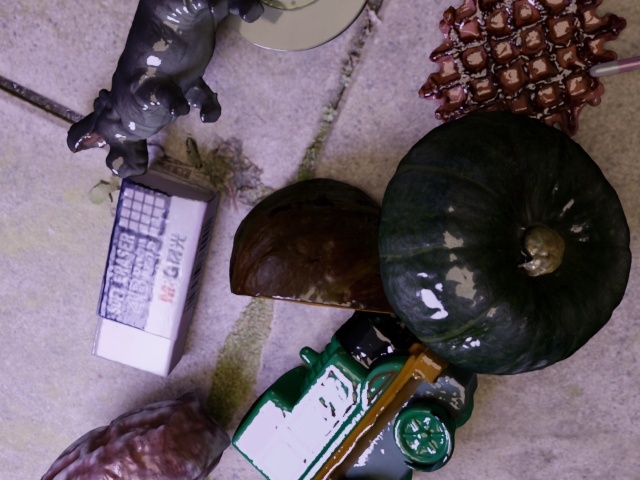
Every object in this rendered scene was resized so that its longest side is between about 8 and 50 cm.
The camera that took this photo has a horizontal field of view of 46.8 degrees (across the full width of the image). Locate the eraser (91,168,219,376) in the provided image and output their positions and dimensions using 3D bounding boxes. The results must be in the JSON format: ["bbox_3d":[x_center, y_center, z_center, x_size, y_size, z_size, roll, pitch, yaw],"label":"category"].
[{"bbox_3d":[-0.242,0.050,1.077,0.130,0.086,0.287,17,109,6],"label":"eraser"}]

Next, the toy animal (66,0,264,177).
[{"bbox_3d":[-0.214,-0.201,0.956,0.343,0.106,0.168,-49,68,27],"label":"toy animal"}]

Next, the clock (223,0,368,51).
[{"bbox_3d":[-0.041,-0.361,0.943,0.234,0.029,0.235,3,106,10],"label":"clock"}]

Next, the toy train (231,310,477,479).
[{"bbox_3d":[0.049,0.244,1.034,0.249,0.178,0.429,39,110,12],"label":"toy train"}]

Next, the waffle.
[{"bbox_3d":[0.246,-0.222,0.907,0.221,0.055,0.234,24,114,2],"label":"waffle"}]

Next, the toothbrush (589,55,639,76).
[{"bbox_3d":[0.447,-0.217,0.815,0.286,0.020,0.025,-10,101,21],"label":"toothbrush"}]

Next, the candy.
[{"bbox_3d":[-0.281,0.336,1.095,0.289,0.214,0.157,-33,95,-5],"label":"candy"}]

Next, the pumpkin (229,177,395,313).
[{"bbox_3d":[0.000,0.000,0.953,0.312,0.148,0.169,7,91,19],"label":"pumpkin"}]

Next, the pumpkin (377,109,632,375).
[{"bbox_3d":[0.207,0.000,0.837,0.300,0.207,0.300,2,83,-15],"label":"pumpkin"}]
